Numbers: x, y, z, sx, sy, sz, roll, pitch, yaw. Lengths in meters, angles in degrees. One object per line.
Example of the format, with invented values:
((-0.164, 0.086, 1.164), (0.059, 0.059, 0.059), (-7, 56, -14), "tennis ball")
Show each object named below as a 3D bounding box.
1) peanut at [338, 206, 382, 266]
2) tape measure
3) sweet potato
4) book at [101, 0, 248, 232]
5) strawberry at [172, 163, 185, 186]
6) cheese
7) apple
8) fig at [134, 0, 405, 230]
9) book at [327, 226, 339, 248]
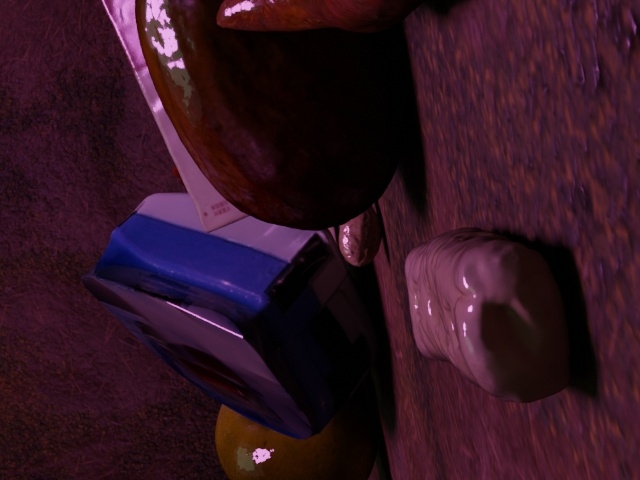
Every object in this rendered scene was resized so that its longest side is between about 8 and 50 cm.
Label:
((0.028, -0.021, 1.015), (0.037, 0.037, 0.083), (124, 134, -85), "peanut")
((-0.068, 0.073, 1.253), (0.259, 0.138, 0.262), (18, 155, 42), "tape measure")
((0.015, -0.123, 0.583), (0.255, 0.078, 0.058), (-174, 73, -74), "sweet potato")
((-0.076, -0.137, 1.056), (0.022, 0.162, 0.232), (-33, -79, -61), "book")
((-0.062, -0.178, 1.236), (0.336, 0.149, 0.265), (176, 95, -76), "strawberry")
((0.066, 0.026, 0.539), (0.194, 0.043, 0.065), (-176, 80, -88), "cheese")
((-0.023, 0.223, 1.462), (0.157, 0.196, 0.196), (45, -162, -35), "apple")
((-0.053, -0.132, 0.759), (0.274, 0.145, 0.170), (49, -163, -31), "fig")
((0.000, 0.000, 1.608), (0.289, 0.026, 0.201), (-164, 63, -86), "book")
